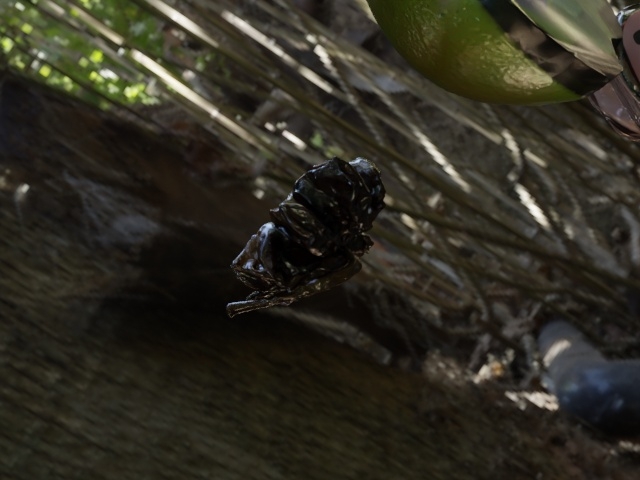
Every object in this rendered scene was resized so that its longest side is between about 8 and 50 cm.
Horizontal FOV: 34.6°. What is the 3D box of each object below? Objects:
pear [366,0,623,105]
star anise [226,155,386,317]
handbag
[{"bbox_3d":[0.177,-0.293,1.214,0.165,0.399,0.399,-41,11,31],"label":"pear"},{"bbox_3d":[0.000,0.000,1.228,0.220,0.126,0.190,-58,-12,24],"label":"star anise"},{"bbox_3d":[0.473,-0.242,1.471,0.179,0.205,0.116,-24,-10,-23],"label":"handbag"}]
